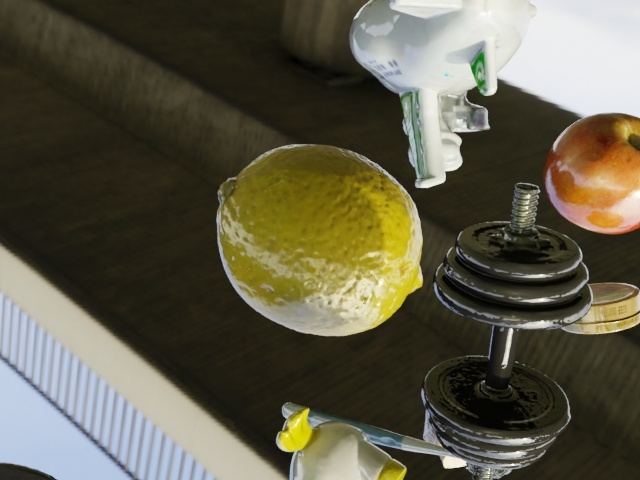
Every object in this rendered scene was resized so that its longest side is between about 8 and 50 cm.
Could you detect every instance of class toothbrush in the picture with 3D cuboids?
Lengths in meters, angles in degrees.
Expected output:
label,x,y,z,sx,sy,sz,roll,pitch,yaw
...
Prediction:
label,x,y,z,sx,sy,sz,roll,pitch,yaw
toothbrush,0.069,0.208,1.047,0.275,0.019,0.025,8,-163,33

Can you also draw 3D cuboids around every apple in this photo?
label,x,y,z,sx,sy,sz,roll,pitch,yaw
apple,0.358,-0.081,1.245,0.163,0.139,0.163,17,-135,-18

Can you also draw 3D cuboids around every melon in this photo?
label,x,y,z,sx,sy,sz,roll,pitch,yaw
melon,0.221,0.316,1.780,0.093,0.203,0.139,-31,-146,-14

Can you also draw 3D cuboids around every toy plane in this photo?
label,x,y,z,sx,sy,sz,roll,pitch,yaw
toy plane,0.060,-0.115,0.539,0.080,0.174,0.174,-2,-151,-9

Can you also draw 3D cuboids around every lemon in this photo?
label,x,y,z,sx,sy,sz,roll,pitch,yaw
lemon,-0.001,-0.001,1.292,0.267,0.267,0.267,9,-153,-5

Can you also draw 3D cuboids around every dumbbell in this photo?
label,x,y,z,sx,sy,sz,roll,pitch,yaw
dumbbell,0.116,0.064,0.630,0.099,0.209,0.099,4,-158,-1

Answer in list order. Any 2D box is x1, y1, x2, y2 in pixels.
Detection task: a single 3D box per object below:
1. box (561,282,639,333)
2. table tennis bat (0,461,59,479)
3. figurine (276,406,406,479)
label,x,y,z,sx,sy,sz,roll,pitch,yaw
box,0.344,0.083,1.236,0.105,0.037,0.105,-9,-170,2
table tennis bat,-0.212,0.232,0.582,0.150,0.027,0.236,42,-137,-7
figurine,-0.010,0.226,0.777,0.129,0.178,0.109,34,157,-29
